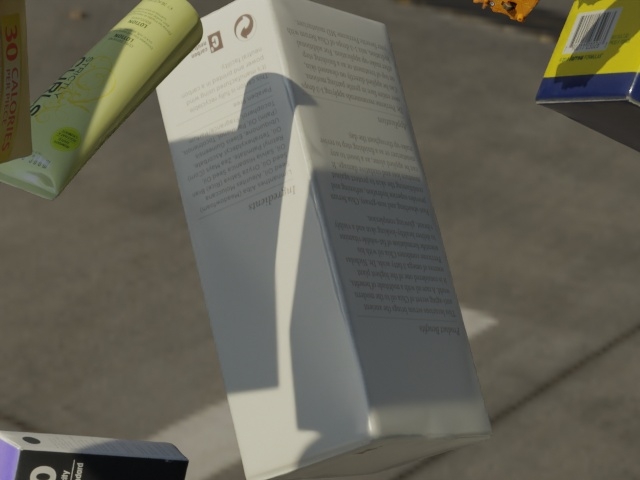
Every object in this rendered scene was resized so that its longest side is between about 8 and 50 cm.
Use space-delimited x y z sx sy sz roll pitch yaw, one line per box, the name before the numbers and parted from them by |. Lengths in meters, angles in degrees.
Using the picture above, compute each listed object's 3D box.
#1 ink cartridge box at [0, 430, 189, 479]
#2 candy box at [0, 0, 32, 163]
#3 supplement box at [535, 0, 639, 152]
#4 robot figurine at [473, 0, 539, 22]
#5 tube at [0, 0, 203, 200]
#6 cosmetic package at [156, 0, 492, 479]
ink cartridge box | -0.219 0.254 1.390 0.208 0.206 0.045 9 7 -31
candy box | -0.272 -0.195 1.120 0.088 0.316 0.183 5 14 25
supplement box | 0.378 -0.250 1.630 0.194 0.356 0.195 23 -4 -18
robot figurine | 0.195 -0.321 1.400 0.085 0.291 0.211 21 51 0
tube | -0.186 -0.119 1.472 0.070 0.062 0.240 -22 23 51
cosmetic package | 0.000 0.000 1.769 0.162 0.453 0.230 -22 -16 31
